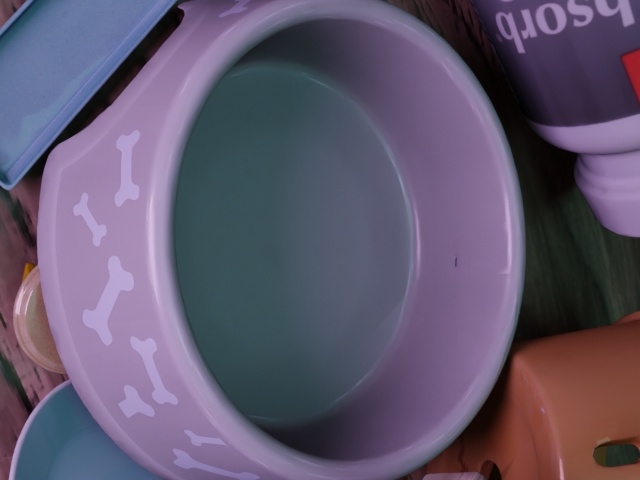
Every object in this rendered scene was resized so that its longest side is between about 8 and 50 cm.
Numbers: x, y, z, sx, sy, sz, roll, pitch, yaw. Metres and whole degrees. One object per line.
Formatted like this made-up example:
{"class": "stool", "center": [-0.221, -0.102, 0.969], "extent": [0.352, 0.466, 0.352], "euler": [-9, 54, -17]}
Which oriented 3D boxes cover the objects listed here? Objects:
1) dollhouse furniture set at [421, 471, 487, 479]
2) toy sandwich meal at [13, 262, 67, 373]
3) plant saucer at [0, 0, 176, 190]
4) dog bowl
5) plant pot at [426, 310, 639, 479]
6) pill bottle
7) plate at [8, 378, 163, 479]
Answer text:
{"class": "dollhouse furniture set", "center": [0.015, 0.240, 0.601], "extent": [0.212, 0.242, 0.161], "euler": [-44, 110, -42]}
{"class": "toy sandwich meal", "center": [-0.153, 0.040, 0.615], "extent": [0.085, 0.029, 0.086], "euler": [-5, 100, -33]}
{"class": "plant saucer", "center": [-0.154, -0.123, 0.608], "extent": [0.067, 0.018, 0.192], "euler": [47, 69, -28]}
{"class": "dog bowl", "center": [0.000, 0.000, 0.651], "extent": [0.348, 0.102, 0.349], "euler": [2, 87, -40]}
{"class": "plant pot", "center": [0.211, 0.188, 0.747], "extent": [0.203, 0.291, 0.291], "euler": [6, 90, -19]}
{"class": "pill bottle", "center": [0.222, -0.197, 0.749], "extent": [0.210, 0.210, 0.363], "euler": [-43, 115, -25]}
{"class": "plate", "center": [-0.113, 0.170, 0.610], "extent": [0.188, 0.024, 0.188], "euler": [35, 38, -33]}
